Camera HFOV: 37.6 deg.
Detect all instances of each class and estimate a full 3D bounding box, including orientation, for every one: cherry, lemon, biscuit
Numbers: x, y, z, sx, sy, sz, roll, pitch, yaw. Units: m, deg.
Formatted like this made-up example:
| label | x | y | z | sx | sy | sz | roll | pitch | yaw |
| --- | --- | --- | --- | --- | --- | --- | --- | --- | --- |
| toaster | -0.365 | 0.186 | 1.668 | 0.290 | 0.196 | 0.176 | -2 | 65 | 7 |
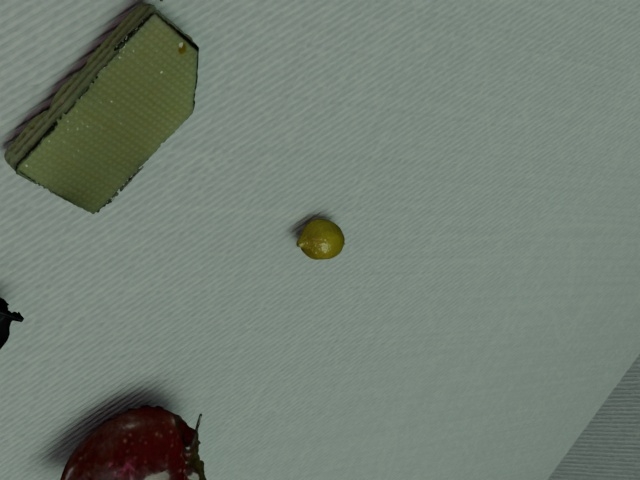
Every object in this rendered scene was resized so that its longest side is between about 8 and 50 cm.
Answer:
| label | x | y | z | sx | sy | sz | roll | pitch | yaw |
| --- | --- | --- | --- | --- | --- | --- | --- | --- | --- |
| cherry | -0.301 | 0.363 | 1.475 | 0.250 | 0.175 | 0.192 | -19 | 128 | -22 |
| lemon | 0.000 | 0.000 | 1.451 | 0.092 | 0.065 | 0.065 | -3 | 129 | -40 |
| biscuit | -0.243 | -0.154 | 1.119 | 0.252 | 0.052 | 0.150 | -45 | 145 | 10 |

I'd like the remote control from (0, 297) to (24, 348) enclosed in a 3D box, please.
| label | x | y | z | sx | sy | sz | roll | pitch | yaw |
| --- | --- | --- | --- | --- | --- | --- | --- | --- | --- |
| remote control | -0.558 | 0.206 | 1.207 | 0.399 | 0.062 | 0.145 | -45 | 140 | 9 |
